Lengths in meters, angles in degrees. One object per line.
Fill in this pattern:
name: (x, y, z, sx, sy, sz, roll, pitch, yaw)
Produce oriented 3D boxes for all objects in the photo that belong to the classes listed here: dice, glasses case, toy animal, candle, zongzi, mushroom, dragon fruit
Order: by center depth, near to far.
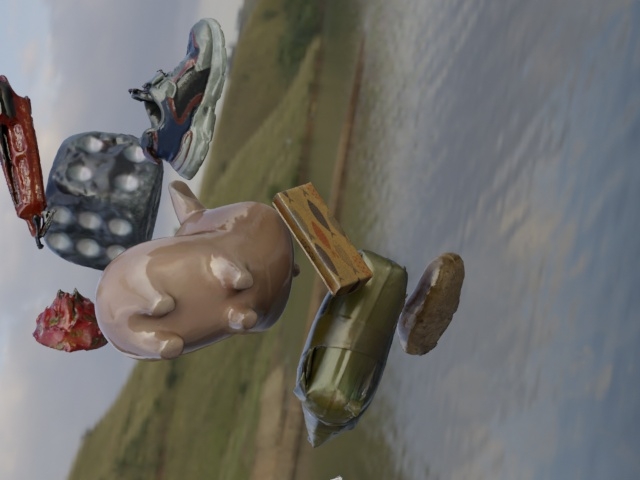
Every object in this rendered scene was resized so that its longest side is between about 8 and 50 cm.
glasses case: (0.000, 0.000, 1.697, 0.170, 0.064, 0.041, 56, 143, 18)
toy animal: (-0.176, 0.063, 1.724, 0.269, 0.326, 0.237, 33, 127, 53)
zongzi: (0.043, 0.170, 1.824, 0.289, 0.123, 0.260, 94, -164, -69)
candle: (-0.479, -0.127, 1.901, 0.059, 0.084, 0.302, -43, 59, 59)
dice: (-0.374, -0.069, 2.073, 0.183, 0.182, 0.181, -82, 3, -46)
mushroom: (0.196, 0.120, 2.175, 0.072, 0.094, 0.210, 39, 107, 44)
dragon fruit: (-0.469, 0.138, 2.295, 0.153, 0.153, 0.111, -84, 4, -71)

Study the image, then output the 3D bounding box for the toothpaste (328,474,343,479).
toothpaste: (0.033, 0.395, 1.496, 0.040, 0.047, 0.196, 78, 175, -61)

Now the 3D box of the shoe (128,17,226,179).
shoe: (-0.202, -0.202, 1.650, 0.099, 0.125, 0.228, 152, 127, -75)
